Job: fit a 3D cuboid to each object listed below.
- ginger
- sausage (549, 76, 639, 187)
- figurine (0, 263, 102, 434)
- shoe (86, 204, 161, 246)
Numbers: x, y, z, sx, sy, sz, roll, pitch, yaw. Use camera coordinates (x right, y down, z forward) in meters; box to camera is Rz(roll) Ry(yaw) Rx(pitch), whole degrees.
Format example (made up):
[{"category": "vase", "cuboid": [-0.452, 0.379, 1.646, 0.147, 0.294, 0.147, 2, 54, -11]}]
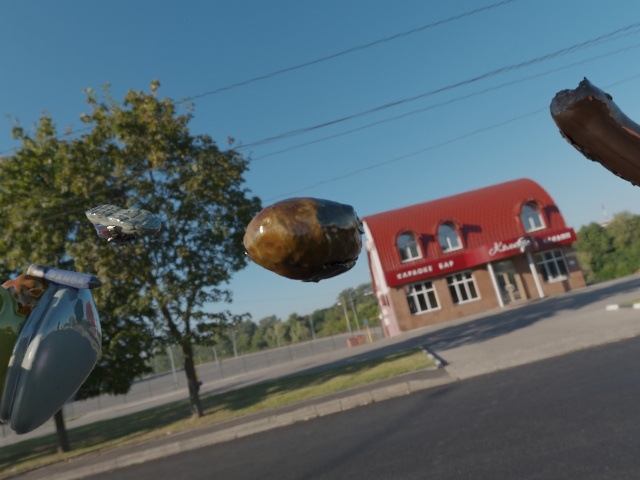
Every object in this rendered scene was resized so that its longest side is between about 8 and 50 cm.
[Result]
[{"category": "ginger", "cuboid": [0.000, 0.000, 0.934, 0.172, 0.165, 0.321, -21, -18, 31]}, {"category": "sausage", "cuboid": [0.419, -0.093, 0.583, 0.078, 0.304, 0.078, -54, -5, -7]}, {"category": "figurine", "cuboid": [-0.455, 0.155, 0.549, 0.382, 0.205, 0.224, -11, -26, -42]}, {"category": "shoe", "cuboid": [-0.577, -0.027, 1.378, 0.228, 0.125, 0.099, 13, 25, 13]}]
